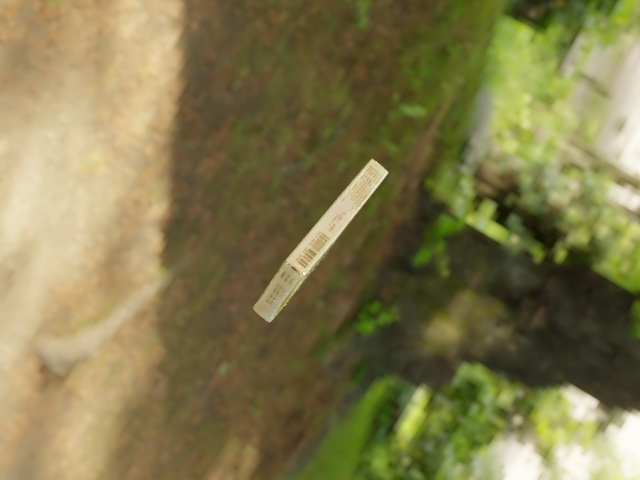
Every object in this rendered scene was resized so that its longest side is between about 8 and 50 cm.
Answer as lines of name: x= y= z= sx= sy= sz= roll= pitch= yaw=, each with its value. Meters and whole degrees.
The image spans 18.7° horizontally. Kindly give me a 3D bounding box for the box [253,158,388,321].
box: x=0.000 y=0.000 z=1.081 sx=0.093 sy=0.015 sz=0.058 roll=-50 pitch=179 yaw=-35
